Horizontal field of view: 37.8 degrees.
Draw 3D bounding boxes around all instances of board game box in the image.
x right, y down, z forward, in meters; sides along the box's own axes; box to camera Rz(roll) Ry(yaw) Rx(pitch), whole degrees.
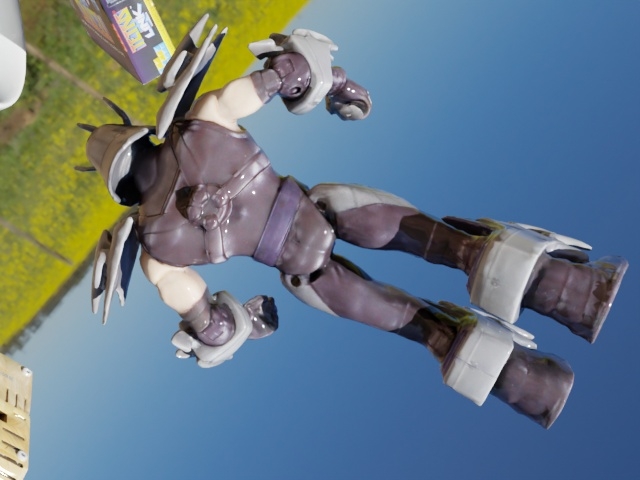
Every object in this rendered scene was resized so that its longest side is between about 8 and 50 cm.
[{"bbox_3d":[-0.217,-0.248,0.930,0.048,0.141,0.170,-33,-141,-14],"label":"board game box"}]

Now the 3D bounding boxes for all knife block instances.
[{"bbox_3d":[-0.470,0.258,1.166,0.242,0.088,0.276,-45,-149,12],"label":"knife block"}]

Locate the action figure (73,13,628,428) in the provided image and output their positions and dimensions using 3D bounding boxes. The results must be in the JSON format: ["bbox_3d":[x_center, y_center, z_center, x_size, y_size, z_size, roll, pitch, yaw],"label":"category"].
[{"bbox_3d":[0.000,0.000,0.480,0.099,0.284,0.185,-55,168,-66],"label":"action figure"}]

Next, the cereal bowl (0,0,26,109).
[{"bbox_3d":[-0.405,-0.266,0.855,0.141,0.339,0.339,-14,-165,2],"label":"cereal bowl"}]
